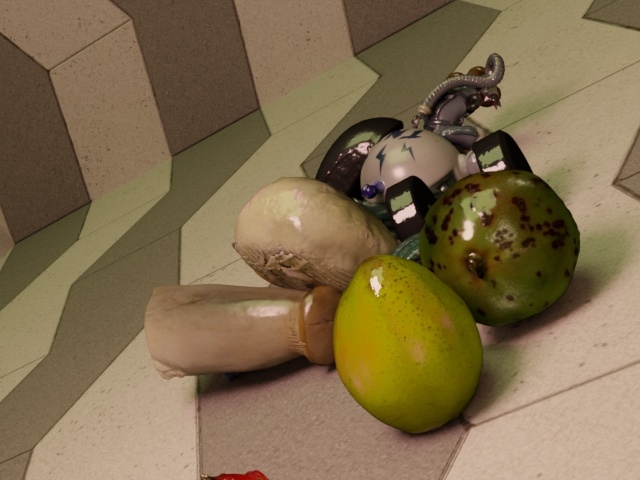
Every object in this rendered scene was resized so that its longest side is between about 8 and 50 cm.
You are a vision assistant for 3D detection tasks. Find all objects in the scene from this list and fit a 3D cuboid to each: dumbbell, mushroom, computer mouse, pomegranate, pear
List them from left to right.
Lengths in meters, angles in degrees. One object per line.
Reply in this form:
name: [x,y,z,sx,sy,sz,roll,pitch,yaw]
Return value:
mushroom: [-0.137,0.140,1.708,0.407,0.137,0.154,-3,32,38]
computer mouse: [0.053,-0.138,2.077,0.269,0.100,0.170,-57,-15,17]
pear: [0.101,0.120,1.319,0.187,0.219,0.187,-30,14,8]
dumbbell: [0.229,-0.063,1.698,0.218,0.152,0.152,-27,18,19]
pomegranate: [0.245,0.005,1.429,0.211,0.211,0.263,-24,-1,26]

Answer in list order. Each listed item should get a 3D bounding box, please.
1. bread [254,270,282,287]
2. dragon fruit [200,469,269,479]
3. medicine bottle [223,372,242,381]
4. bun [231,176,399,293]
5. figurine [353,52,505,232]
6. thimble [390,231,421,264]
bread: [-0.026,0.035,1.963,0.147,0.098,0.217,-39,21,-23]
dragon fruit: [-0.120,0.327,1.331,0.153,0.111,0.153,-26,18,9]
medicine bottle: [-0.077,0.150,1.810,0.231,0.059,0.059,-35,17,-9]
bun: [0.000,-0.002,1.681,0.273,0.273,0.168,-5,56,56]
figurine: [0.204,-0.156,1.948,0.261,0.186,0.382,-26,21,54]
thimble: [0.167,0.045,1.566,0.135,0.118,0.090,-33,18,2]
